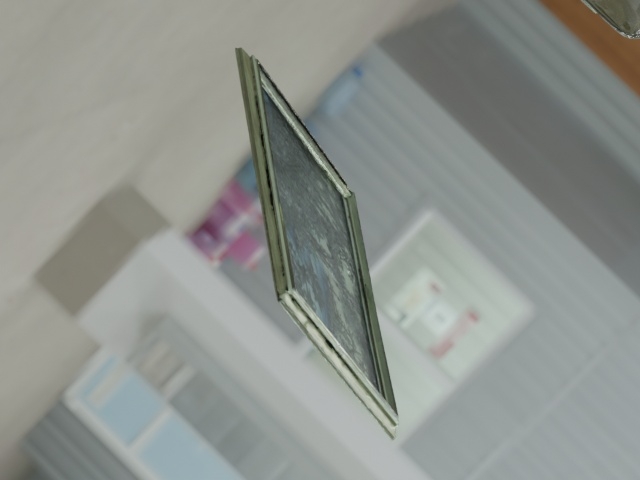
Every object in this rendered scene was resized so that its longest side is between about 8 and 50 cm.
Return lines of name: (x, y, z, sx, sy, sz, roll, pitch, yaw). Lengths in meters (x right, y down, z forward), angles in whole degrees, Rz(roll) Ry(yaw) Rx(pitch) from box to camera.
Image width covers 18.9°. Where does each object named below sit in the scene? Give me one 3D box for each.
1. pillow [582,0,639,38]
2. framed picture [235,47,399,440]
pillow: (0.266, -0.213, 1.637, 0.217, 0.130, 0.033, -9, 145, -54)
framed picture: (0.000, 0.000, 1.034, 0.011, 0.183, 0.142, -23, 136, 14)
